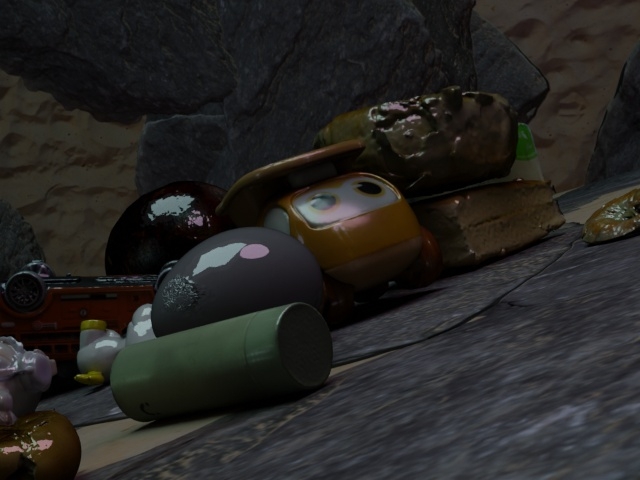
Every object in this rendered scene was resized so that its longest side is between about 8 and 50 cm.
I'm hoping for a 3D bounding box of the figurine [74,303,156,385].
[{"bbox_3d":[-0.255,0.151,1.419,0.178,0.109,0.129,-17,27,6],"label":"figurine"}]

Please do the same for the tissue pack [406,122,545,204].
[{"bbox_3d":[0.179,-0.065,1.901,0.405,0.205,0.332,-18,1,-45],"label":"tissue pack"}]

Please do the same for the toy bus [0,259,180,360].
[{"bbox_3d":[-0.330,0.109,1.548,0.329,0.153,0.143,-2,5,-8],"label":"toy bus"}]

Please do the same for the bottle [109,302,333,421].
[{"bbox_3d":[-0.086,0.104,0.847,0.201,0.072,0.072,-17,1,38],"label":"bottle"}]

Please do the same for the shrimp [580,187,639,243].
[{"bbox_3d":[0.383,-0.031,1.171,0.101,0.042,0.190,-44,17,-35],"label":"shrimp"}]

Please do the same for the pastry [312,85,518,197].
[{"bbox_3d":[0.147,-0.132,1.490,0.330,0.136,0.329,-8,-2,0],"label":"pastry"}]

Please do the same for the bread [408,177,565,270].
[{"bbox_3d":[0.202,-0.017,1.509,0.246,0.111,0.239,-15,2,-43],"label":"bread"}]

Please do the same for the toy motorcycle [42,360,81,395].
[{"bbox_3d":[-0.436,0.207,1.627,0.152,0.073,0.225,-12,3,30],"label":"toy motorcycle"}]

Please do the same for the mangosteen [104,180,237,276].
[{"bbox_3d":[-0.242,0.060,1.909,0.306,0.359,0.306,-19,-33,-13],"label":"mangosteen"}]

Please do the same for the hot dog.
[{"bbox_3d":[-0.218,0.159,0.729,0.090,0.060,0.140,-14,6,-22],"label":"hot dog"}]

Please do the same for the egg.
[{"bbox_3d":[-0.089,0.063,1.096,0.199,0.146,0.146,-23,3,-23],"label":"egg"}]

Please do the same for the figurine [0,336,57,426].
[{"bbox_3d":[-0.385,0.160,1.129,0.163,0.141,0.237,-13,1,3],"label":"figurine"}]

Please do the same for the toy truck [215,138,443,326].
[{"bbox_3d":[0.000,0.000,1.307,0.204,0.211,0.288,-20,-2,-28],"label":"toy truck"}]
